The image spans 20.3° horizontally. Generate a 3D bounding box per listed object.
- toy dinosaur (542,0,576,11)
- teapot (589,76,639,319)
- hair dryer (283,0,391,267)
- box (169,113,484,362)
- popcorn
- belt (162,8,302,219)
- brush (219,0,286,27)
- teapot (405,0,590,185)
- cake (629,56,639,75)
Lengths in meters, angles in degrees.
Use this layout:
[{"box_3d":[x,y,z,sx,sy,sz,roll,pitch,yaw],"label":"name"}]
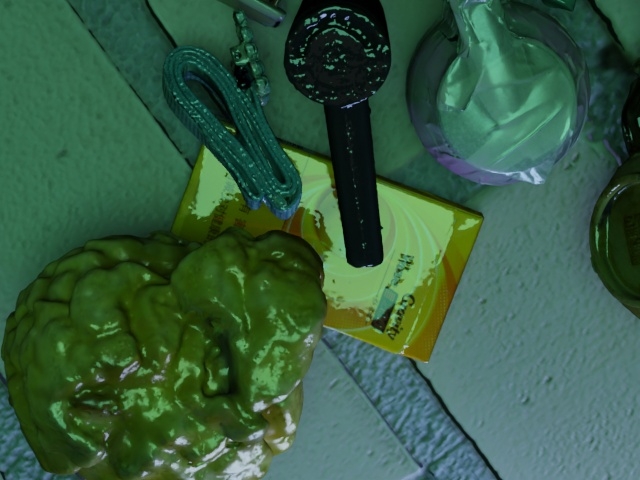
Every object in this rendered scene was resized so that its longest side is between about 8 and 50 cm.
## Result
[{"box_3d":[0.309,-0.337,1.493,0.383,0.129,0.331,21,91,-2],"label":"toy dinosaur"},{"box_3d":[0.345,-0.020,1.604,0.182,0.173,0.269,-4,80,-32],"label":"teapot"},{"box_3d":[0.022,-0.096,1.558,0.089,0.197,0.251,-5,106,2],"label":"hair dryer"},{"box_3d":[0.000,0.000,1.654,0.269,0.043,0.152,19,101,-3],"label":"box"},{"box_3d":[-0.127,0.114,1.570,0.332,0.225,0.265,-24,114,25],"label":"popcorn"},{"box_3d":[-0.063,-0.105,1.591,0.100,0.065,0.179,-33,83,-9],"label":"belt"},{"box_3d":[-0.170,-0.282,1.588,0.321,0.060,0.050,26,88,-5],"label":"brush"},{"box_3d":[0.162,-0.153,1.551,0.163,0.178,0.221,6,101,-2],"label":"teapot"},{"box_3d":[0.399,-0.179,1.592,0.220,0.086,0.117,-40,97,7],"label":"cake"}]
